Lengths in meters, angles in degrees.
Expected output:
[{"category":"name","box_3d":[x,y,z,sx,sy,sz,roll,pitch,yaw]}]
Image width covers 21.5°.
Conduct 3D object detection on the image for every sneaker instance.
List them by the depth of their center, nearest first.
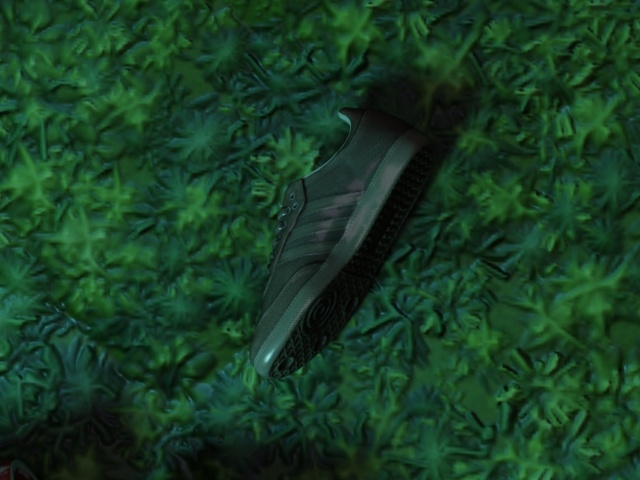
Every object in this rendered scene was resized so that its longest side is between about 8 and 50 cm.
[{"category":"sneaker","box_3d":[0.000,0.000,1.101,0.071,0.066,0.188,32,86,26]}]

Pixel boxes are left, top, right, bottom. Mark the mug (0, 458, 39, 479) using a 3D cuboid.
[{"category":"mug","box_3d":[-0.249,0.228,1.108,0.169,0.150,0.113,-26,46,2]}]
